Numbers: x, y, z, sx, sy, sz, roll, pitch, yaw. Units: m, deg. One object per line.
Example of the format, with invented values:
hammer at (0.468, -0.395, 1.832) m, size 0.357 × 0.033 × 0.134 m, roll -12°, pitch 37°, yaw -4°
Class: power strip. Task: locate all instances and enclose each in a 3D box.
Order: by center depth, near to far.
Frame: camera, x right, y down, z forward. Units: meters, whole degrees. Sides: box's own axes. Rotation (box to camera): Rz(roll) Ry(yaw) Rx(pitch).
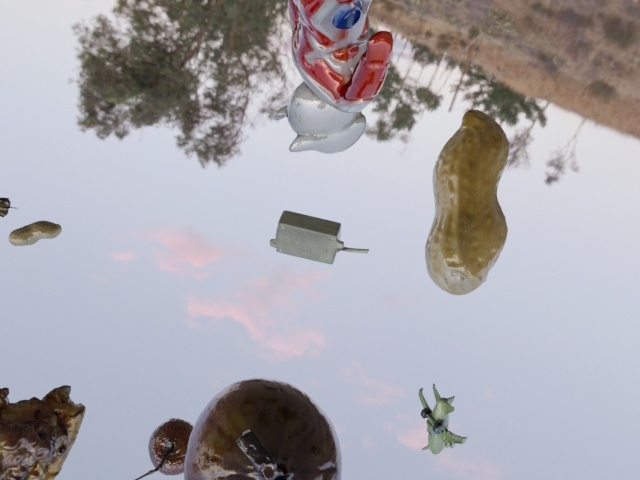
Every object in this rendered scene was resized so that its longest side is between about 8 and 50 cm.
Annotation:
power strip at (0.000, 0.000, 1.109) m, size 0.175 × 0.075 × 0.042 m, roll 14°, pitch -136°, yaw 5°

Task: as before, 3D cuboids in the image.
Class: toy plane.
toy plane at (0.160, 0.252, 0.860) m, size 0.040 × 0.111 × 0.102 m, roll -7°, pitch -150°, yaw -22°

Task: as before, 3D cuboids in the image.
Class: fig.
fig at (-0.084, 0.324, 0.927) m, size 0.235 × 0.235 × 0.214 m, roll 1°, pitch -166°, yaw -29°

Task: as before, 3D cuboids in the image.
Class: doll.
doll at (0.009, -0.208, 0.604) m, size 0.099 × 0.384 × 0.188 m, roll -18°, pitch -114°, yaw -13°

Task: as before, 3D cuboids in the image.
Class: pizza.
pizza at (-0.362, 0.234, 0.723) m, size 0.069 × 0.154 × 0.194 m, roll 26°, pitch 170°, yaw 32°

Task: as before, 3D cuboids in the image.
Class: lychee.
lychee at (-0.282, 0.405, 1.213) m, size 0.101 × 0.114 × 0.140 m, roll 38°, pitch 180°, yaw -18°

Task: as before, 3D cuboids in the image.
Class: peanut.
peanut at (0.206, -0.054, 0.883) m, size 0.101 × 0.263 × 0.117 m, roll -2°, pitch 171°, yaw 44°
peanut at (-0.474, -0.012, 1.048) m, size 0.083 × 0.037 × 0.037 m, roll -13°, pitch -144°, yaw -12°

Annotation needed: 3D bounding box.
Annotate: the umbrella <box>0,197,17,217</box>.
umbrella at (-0.513, -0.056, 0.974) m, size 0.083 × 0.031 × 0.020 m, roll 12°, pitch 180°, yaw -22°
